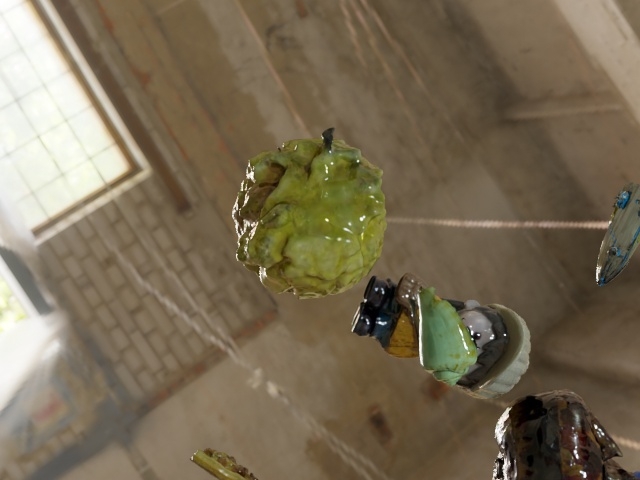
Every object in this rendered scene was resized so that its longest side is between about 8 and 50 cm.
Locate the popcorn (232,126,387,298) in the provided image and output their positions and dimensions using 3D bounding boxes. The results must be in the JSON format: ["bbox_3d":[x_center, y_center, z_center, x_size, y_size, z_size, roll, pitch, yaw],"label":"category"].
[{"bbox_3d":[-0.011,-0.040,1.568,0.249,0.249,0.225,48,-34,22],"label":"popcorn"}]

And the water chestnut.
[{"bbox_3d":[0.452,0.422,2.012,0.300,0.300,0.300,47,-21,24],"label":"water chestnut"}]

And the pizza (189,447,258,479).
[{"bbox_3d":[-0.196,0.470,2.265,0.175,0.046,0.134,36,-5,-27],"label":"pizza"}]

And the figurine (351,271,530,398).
[{"bbox_3d":[0.233,0.170,2.045,0.332,0.185,0.204,24,9,12],"label":"figurine"}]

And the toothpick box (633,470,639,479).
[{"bbox_3d":[0.641,0.569,2.063,0.263,0.355,0.263,55,-4,5],"label":"toothpick box"}]

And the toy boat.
[{"bbox_3d":[0.555,-0.012,2.003,0.084,0.210,0.066,26,1,27],"label":"toy boat"}]

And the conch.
[{"bbox_3d":[0.200,0.150,1.755,0.106,0.079,0.170,-15,-88,30],"label":"conch"}]
